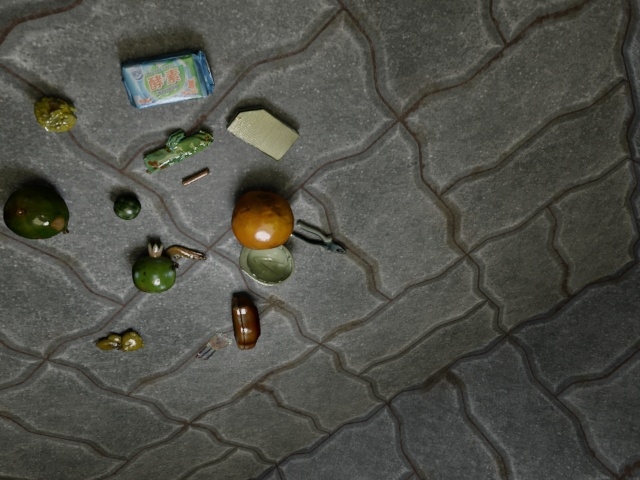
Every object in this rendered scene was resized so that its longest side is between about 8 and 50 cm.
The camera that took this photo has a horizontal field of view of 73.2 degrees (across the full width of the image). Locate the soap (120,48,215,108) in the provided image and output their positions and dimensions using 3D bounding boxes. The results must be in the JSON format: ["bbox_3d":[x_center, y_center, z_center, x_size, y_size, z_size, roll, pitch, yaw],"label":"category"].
[{"bbox_3d":[-0.507,-0.534,1.425,0.293,0.077,0.156,-15,131,-8],"label":"soap"}]

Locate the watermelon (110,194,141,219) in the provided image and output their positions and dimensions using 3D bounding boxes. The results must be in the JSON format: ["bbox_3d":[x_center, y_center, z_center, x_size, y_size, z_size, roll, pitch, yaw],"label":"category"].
[{"bbox_3d":[-0.747,-0.128,1.655,0.109,0.109,0.109,-10,130,-12],"label":"watermelon"}]

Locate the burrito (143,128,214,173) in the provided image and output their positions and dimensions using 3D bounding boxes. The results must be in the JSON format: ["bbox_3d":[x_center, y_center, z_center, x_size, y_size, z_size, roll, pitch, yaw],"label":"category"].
[{"bbox_3d":[-0.534,-0.341,1.590,0.288,0.054,0.104,-24,129,2],"label":"burrito"}]

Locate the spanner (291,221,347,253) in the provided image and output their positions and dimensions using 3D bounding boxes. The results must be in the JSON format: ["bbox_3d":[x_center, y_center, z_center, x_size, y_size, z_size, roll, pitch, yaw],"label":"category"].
[{"bbox_3d":[0.000,0.000,2.054,0.325,0.040,0.095,25,116,-32],"label":"spanner"}]

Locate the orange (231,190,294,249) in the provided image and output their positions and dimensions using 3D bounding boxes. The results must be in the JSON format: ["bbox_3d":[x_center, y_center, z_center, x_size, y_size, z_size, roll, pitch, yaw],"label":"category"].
[{"bbox_3d":[-0.236,-0.078,1.767,0.261,0.261,0.261,-10,130,-12],"label":"orange"}]

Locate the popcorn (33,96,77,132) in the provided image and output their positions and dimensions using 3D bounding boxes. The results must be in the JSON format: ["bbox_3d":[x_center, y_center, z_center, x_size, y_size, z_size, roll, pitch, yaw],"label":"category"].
[{"bbox_3d":[-0.858,-0.405,1.391,0.116,0.106,0.121,-30,132,19],"label":"popcorn"}]

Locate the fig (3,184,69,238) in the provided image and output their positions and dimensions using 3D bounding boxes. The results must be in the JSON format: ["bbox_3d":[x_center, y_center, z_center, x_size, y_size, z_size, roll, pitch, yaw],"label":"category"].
[{"bbox_3d":[-1.009,-0.087,1.564,0.196,0.195,0.245,-17,165,-5],"label":"fig"}]

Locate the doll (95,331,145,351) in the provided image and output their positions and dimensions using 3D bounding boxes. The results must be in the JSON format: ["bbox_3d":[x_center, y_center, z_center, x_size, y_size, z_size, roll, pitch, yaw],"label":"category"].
[{"bbox_3d":[-0.974,0.509,2.093,0.210,0.097,0.137,-12,136,-3],"label":"doll"}]

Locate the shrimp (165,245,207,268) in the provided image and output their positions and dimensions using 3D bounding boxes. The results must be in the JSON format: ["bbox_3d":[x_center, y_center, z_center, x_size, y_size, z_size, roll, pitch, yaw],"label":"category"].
[{"bbox_3d":[-0.603,0.086,1.919,0.178,0.034,0.124,18,123,-28],"label":"shrimp"}]

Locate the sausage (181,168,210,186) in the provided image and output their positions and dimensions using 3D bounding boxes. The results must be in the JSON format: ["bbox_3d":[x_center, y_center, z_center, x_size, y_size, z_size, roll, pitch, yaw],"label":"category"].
[{"bbox_3d":[-0.489,-0.249,1.696,0.116,0.026,0.026,-27,131,2],"label":"sausage"}]

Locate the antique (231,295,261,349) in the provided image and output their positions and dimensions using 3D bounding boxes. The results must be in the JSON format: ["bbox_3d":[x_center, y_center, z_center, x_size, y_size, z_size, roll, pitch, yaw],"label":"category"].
[{"bbox_3d":[-0.370,0.408,2.132,0.129,0.223,0.278,-8,114,-14],"label":"antique"}]

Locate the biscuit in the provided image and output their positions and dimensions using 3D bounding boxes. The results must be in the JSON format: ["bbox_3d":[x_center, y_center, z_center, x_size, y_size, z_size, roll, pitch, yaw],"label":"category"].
[{"bbox_3d":[-0.218,-0.417,1.637,0.252,0.052,0.150,27,111,-35],"label":"biscuit"}]

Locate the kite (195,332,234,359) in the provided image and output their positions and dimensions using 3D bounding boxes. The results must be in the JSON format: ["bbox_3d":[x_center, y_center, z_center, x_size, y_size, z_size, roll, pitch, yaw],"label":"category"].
[{"bbox_3d":[-0.579,0.583,2.339,0.229,0.016,0.127,-42,125,15],"label":"kite"}]

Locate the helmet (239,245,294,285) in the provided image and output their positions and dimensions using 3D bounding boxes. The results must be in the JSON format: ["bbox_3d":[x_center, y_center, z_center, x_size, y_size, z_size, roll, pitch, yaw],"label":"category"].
[{"bbox_3d":[-0.257,0.098,1.984,0.258,0.137,0.204,28,78,-16],"label":"helmet"}]

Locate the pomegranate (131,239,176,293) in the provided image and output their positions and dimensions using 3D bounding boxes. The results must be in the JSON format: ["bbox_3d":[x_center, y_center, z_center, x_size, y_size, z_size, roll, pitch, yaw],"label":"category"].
[{"bbox_3d":[-0.703,0.112,1.826,0.187,0.187,0.225,2,101,-21],"label":"pomegranate"}]
